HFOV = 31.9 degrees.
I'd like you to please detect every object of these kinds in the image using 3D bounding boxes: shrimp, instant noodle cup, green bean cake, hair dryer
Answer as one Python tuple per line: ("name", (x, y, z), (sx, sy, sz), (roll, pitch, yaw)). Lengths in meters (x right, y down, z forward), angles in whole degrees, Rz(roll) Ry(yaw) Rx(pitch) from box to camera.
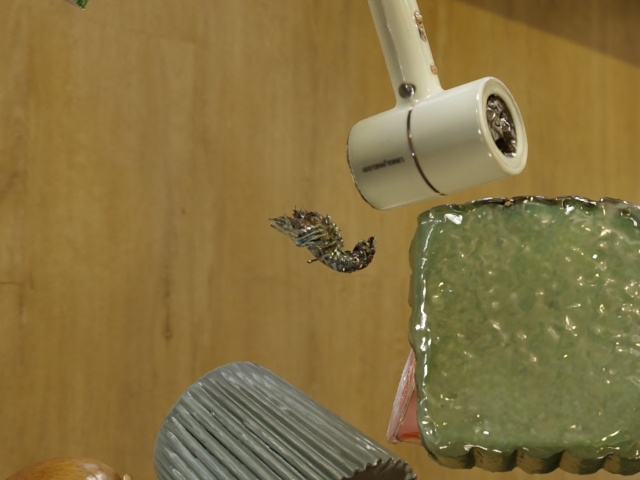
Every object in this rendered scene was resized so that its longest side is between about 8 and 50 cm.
("shrimp", (0.000, 0.005, 1.473), (0.082, 0.174, 0.076), (-5, 112, -41))
("instant noodle cup", (0.259, 0.276, 1.970), (0.231, 0.243, 0.243), (18, 69, 3))
("green bean cake", (0.184, 0.076, 0.928), (0.125, 0.222, 0.227), (59, 32, -70))
("hair dryer", (0.113, -0.231, 1.407), (0.128, 0.203, 0.362), (-18, 92, -56))

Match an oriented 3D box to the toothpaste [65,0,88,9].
("toothpaste", (-0.379, -0.369, 1.538), (0.043, 0.178, 0.037), (-58, 146, -4))

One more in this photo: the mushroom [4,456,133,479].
("mushroom", (-0.328, 0.372, 1.340), (0.263, 0.283, 0.195), (-89, 155, -75))

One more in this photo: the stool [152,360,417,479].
("stool", (-0.065, 0.369, 1.718), (0.297, 0.330, 0.297), (-26, 134, -32))
